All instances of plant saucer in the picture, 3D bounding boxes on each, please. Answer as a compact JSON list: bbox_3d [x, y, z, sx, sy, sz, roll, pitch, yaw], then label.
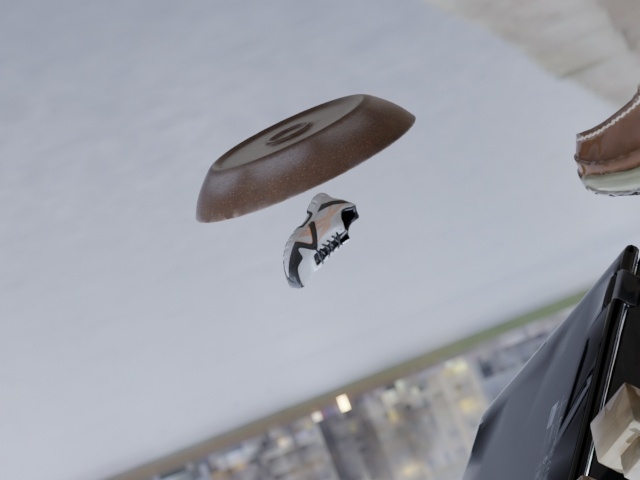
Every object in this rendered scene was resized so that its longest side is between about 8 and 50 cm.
[{"bbox_3d":[-0.019,-0.074,1.567,0.198,0.036,0.198,-24,-167,6],"label":"plant saucer"}]

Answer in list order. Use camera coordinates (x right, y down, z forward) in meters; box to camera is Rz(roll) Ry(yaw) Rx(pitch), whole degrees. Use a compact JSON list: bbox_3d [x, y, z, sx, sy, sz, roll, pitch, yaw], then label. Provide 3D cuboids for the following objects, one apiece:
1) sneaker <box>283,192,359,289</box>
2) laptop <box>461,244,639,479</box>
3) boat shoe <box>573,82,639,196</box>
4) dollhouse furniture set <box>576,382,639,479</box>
[{"bbox_3d":[0.000,0.000,1.756,0.043,0.109,0.040,9,144,25],"label":"sneaker"},{"bbox_3d":[0.254,0.217,1.334,0.408,0.236,0.382,-57,-171,49],"label":"laptop"},{"bbox_3d":[0.279,-0.110,1.231,0.122,0.120,0.324,-14,177,-33],"label":"boat shoe"},{"bbox_3d":[0.213,0.114,1.064,0.151,0.144,0.123,-57,-162,28],"label":"dollhouse furniture set"}]
